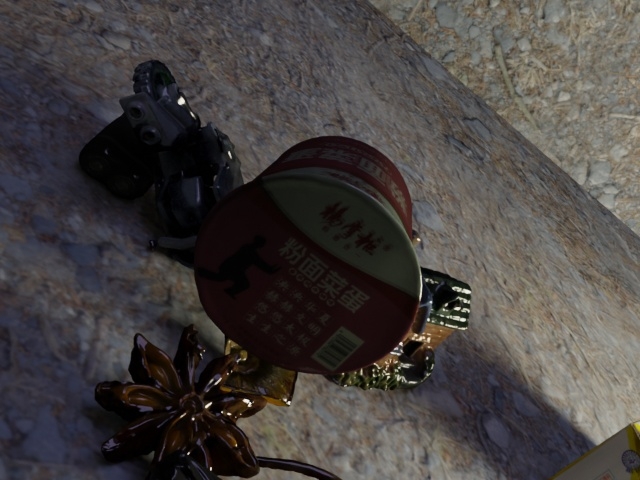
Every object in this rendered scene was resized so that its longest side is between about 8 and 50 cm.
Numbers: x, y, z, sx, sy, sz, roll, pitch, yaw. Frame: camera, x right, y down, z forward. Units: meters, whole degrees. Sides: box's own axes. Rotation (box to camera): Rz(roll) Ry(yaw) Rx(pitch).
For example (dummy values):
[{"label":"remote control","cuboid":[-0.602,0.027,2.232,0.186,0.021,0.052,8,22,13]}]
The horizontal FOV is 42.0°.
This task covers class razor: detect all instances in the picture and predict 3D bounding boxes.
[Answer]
[{"label":"razor","cuboid":[-0.234,-0.112,1.038,0.090,0.054,0.148,40,27,-12]}]

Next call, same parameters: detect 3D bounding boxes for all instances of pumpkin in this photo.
[{"label":"pumpkin","cuboid":[-0.073,0.143,0.901,0.101,0.035,0.073,23,42,-25]}]

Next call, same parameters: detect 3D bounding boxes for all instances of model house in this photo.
[{"label":"model house","cuboid":[0.101,0.081,1.067,0.183,0.172,0.166,18,34,-39]}]

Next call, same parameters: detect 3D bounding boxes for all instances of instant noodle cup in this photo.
[{"label":"instant noodle cup","cuboid":[0.000,0.000,0.900,0.235,0.235,0.178,37,30,-9]}]

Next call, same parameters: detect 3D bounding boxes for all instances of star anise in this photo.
[{"label":"star anise","cuboid":[-0.102,0.183,0.756,0.234,0.073,0.177,46,43,13]}]

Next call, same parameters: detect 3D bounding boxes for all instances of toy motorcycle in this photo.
[{"label":"toy motorcycle","cuboid":[-0.155,-0.069,0.971,0.159,0.106,0.270,-82,153,-49]}]

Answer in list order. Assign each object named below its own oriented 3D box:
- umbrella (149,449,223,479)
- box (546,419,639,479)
[{"label":"umbrella","cuboid":[-0.049,0.259,0.697,0.236,0.059,0.066,42,50,-26]},{"label":"box","cuboid":[0.455,0.325,1.184,0.265,0.168,0.097,3,48,-49]}]
